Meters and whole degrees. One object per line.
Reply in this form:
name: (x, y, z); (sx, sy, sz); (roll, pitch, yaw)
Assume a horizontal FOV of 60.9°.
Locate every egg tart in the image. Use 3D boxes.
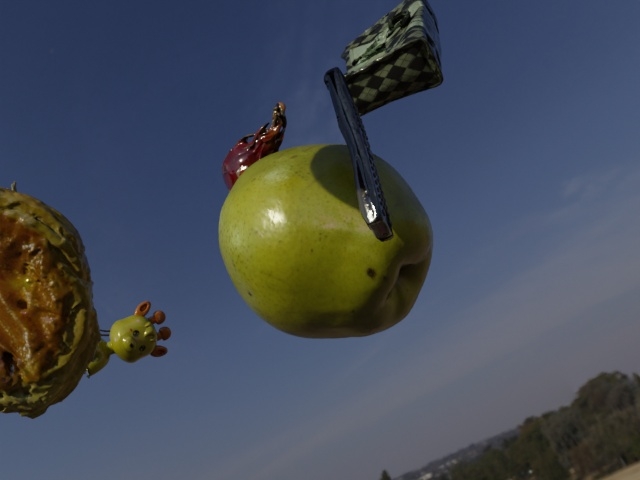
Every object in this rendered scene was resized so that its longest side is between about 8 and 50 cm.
egg tart: (-0.503, 0.074, 0.837); (0.351, 0.340, 0.153); (14, 3, -10)

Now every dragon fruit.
dragon fruit: (-0.104, -0.135, 0.866); (0.094, 0.094, 0.190); (-4, -38, -33)

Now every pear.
pear: (0.000, 0.000, 0.742); (0.294, 0.294, 0.294); (-19, -29, -11)

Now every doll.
doll: (-0.468, 0.243, 1.304); (0.220, 0.143, 0.135); (-24, 9, -28)

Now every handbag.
handbag: (0.186, -0.526, 1.573); (0.316, 0.416, 0.180); (-22, -57, 26)

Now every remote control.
remote control: (0.041, -0.098, 0.598); (0.028, 0.212, 0.059); (-18, -27, 11)
